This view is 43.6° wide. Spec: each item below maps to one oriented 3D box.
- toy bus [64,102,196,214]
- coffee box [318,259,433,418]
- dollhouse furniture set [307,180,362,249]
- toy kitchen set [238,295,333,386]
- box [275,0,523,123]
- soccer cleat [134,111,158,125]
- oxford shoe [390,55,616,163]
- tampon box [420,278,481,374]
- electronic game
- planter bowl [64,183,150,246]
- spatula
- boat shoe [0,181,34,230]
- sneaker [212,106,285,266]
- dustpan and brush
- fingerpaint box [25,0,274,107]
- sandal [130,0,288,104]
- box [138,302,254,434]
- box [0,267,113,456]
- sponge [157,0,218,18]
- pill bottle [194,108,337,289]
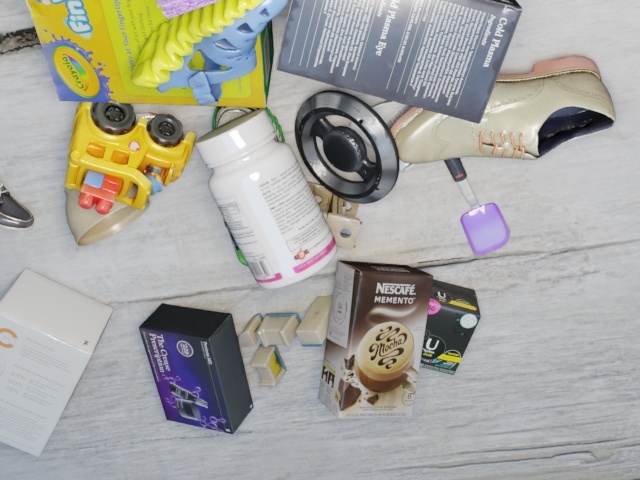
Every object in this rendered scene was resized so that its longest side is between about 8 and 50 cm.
[{"bbox_3d":[-0.355,-0.130,1.455,0.220,0.211,0.149,16,148,-17],"label":"toy bus"},{"bbox_3d":[0.109,0.197,1.609,0.168,0.119,0.297,4,99,-23],"label":"coffee box"},{"bbox_3d":[0.000,0.000,1.580,0.129,0.129,0.184,12,118,-3],"label":"dollhouse furniture set"},{"bbox_3d":[-0.049,0.224,1.740,0.207,0.122,0.166,-4,122,29],"label":"toy kitchen set"},{"bbox_3d":[0.113,-0.353,1.250,0.312,0.343,0.179,14,118,-3],"label":"box"},{"bbox_3d":[-0.347,-0.230,1.524,0.083,0.036,0.029,8,120,-1],"label":"soccer cleat"},{"bbox_3d":[0.315,-0.205,1.399,0.397,0.146,0.140,-18,140,6],"label":"oxford shoe"},{"bbox_3d":[0.249,0.180,1.682,0.120,0.101,0.161,14,119,-5],"label":"tampon box"},{"bbox_3d":[0.046,-0.169,1.475,0.229,0.048,0.229,26,137,26],"label":"electronic game"},{"bbox_3d":[-0.430,-0.077,1.561,0.162,0.162,0.109,-35,86,21],"label":"planter bowl"},{"bbox_3d":[0.284,-0.104,1.561,0.084,0.030,0.296,-24,115,15],"label":"spatula"},{"bbox_3d":[-0.664,-0.092,1.602,0.206,0.075,0.065,32,120,-9],"label":"boat shoe"},{"bbox_3d":[-0.128,-0.107,1.519,0.134,0.146,0.344,-7,118,7],"label":"sneaker"},{"bbox_3d":[0.169,-0.229,1.479,0.147,0.060,0.211,37,115,-16],"label":"dustpan and brush"},{"bbox_3d":[-0.271,-0.431,1.257,0.371,0.163,0.445,2,142,3],"label":"fingerpaint box"},{"bbox_3d":[-0.145,-0.300,1.192,0.138,0.126,0.317,30,145,-32],"label":"sandal"},{"bbox_3d":[-0.267,0.279,1.741,0.184,0.103,0.261,4,121,23],"label":"box"},{"bbox_3d":[-0.631,0.271,1.752,0.215,0.168,0.345,27,118,-11],"label":"box"},{"bbox_3d":[-0.123,-0.383,1.079,0.210,0.117,0.031,-13,154,19],"label":"sponge"},{"bbox_3d":[-0.096,-0.073,1.392,0.160,0.160,0.283,-21,107,15],"label":"pill bottle"}]
